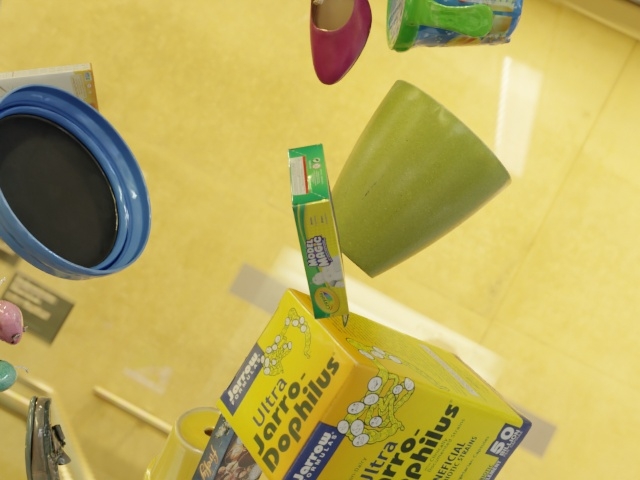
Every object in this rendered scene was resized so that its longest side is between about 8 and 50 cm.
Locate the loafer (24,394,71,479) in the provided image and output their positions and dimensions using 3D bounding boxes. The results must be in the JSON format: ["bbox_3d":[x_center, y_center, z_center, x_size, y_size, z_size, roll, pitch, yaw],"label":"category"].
[{"bbox_3d":[-0.461,0.399,1.813,0.084,0.267,0.096,1,-6,-8],"label":"loafer"}]

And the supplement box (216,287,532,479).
[{"bbox_3d":[0.077,0.236,1.432,0.357,0.194,0.195,24,12,-38],"label":"supplement box"}]

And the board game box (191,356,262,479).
[{"bbox_3d":[-0.120,0.319,1.868,0.042,0.243,0.165,29,11,29],"label":"board game box"}]

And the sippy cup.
[{"bbox_3d":[0.251,-0.455,1.953,0.224,0.305,0.240,5,-27,-5],"label":"sippy cup"}]

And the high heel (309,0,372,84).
[{"bbox_3d":[0.006,-0.464,1.843,0.127,0.377,0.181,11,8,33],"label":"high heel"}]

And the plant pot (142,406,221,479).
[{"bbox_3d":[-0.263,0.512,2.359,0.254,0.239,0.254,12,28,-6],"label":"plant pot"}]

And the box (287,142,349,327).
[{"bbox_3d":[0.000,0.000,1.114,0.043,0.105,0.179,-10,-51,3],"label":"box"}]

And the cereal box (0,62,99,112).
[{"bbox_3d":[-0.586,-0.272,2.212,0.240,0.173,0.047,-9,31,-10],"label":"cereal box"}]

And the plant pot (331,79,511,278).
[{"bbox_3d":[0.138,-0.086,1.881,0.275,0.293,0.275,43,-1,1],"label":"plant pot"}]

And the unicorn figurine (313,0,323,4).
[{"bbox_3d":[-0.012,-0.421,1.576,0.060,0.111,0.162,5,-5,17],"label":"unicorn figurine"}]

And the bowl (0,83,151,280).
[{"bbox_3d":[-0.487,-0.105,1.992,0.077,0.391,0.391,-27,-44,30],"label":"bowl"}]

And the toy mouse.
[{"bbox_3d":[-0.387,0.130,1.282,0.031,0.161,0.143,-3,-35,26],"label":"toy mouse"}]
